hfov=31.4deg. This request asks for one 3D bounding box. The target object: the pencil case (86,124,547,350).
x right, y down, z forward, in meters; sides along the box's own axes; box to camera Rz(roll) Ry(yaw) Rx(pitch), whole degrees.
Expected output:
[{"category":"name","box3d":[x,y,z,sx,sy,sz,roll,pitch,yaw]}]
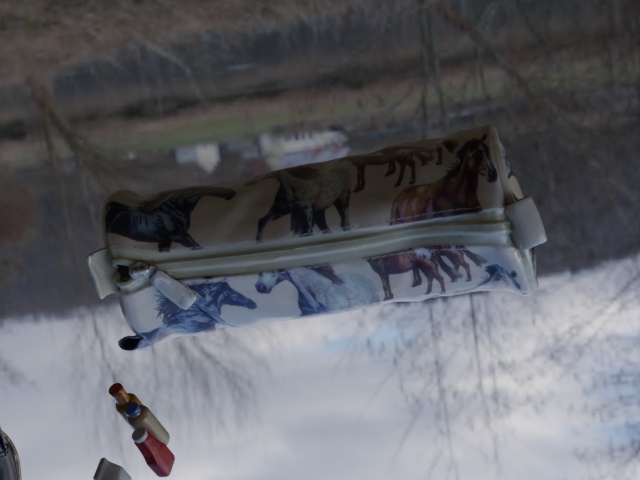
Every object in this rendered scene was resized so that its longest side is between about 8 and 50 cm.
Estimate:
[{"category":"pencil case","box3d":[0.000,0.000,1.059,0.410,0.160,0.183,-9,-163,12]}]

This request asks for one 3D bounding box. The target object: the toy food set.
[{"category":"toy food set","box3d":[-0.304,0.339,1.782,0.111,0.104,0.232,-6,-136,26]}]

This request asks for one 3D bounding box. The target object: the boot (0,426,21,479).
[{"category":"boot","box3d":[-0.404,0.249,1.339,0.082,0.219,0.106,-18,-161,-12]}]
